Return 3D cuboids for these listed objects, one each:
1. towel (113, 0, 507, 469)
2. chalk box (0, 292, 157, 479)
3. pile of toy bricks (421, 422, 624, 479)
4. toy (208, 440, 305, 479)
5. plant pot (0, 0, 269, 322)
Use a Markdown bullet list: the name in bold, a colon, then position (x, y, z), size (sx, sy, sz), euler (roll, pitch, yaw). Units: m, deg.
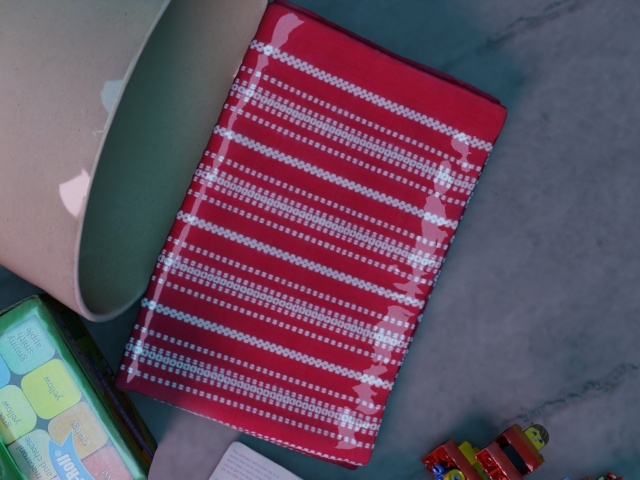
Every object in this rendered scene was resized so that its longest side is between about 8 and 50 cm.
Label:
- **towel**: position (0.000, 0.000, 1.030), size (0.199, 0.031, 0.275), euler (23, 87, -26)
- **chalk box**: position (-0.189, 0.117, 0.952), size (0.132, 0.213, 0.132), euler (-30, 92, -5)
- **pile of toy bricks**: position (0.176, 0.200, 1.050), size (0.105, 0.118, 0.212), euler (-33, 82, -37)
- **toy**: position (-0.060, 0.270, 1.030), size (0.137, 0.056, 0.237), euler (27, 75, 24)
- **plant pot**: position (-0.207, -0.119, 0.957), size (0.274, 0.256, 0.256), euler (22, 87, 9)
